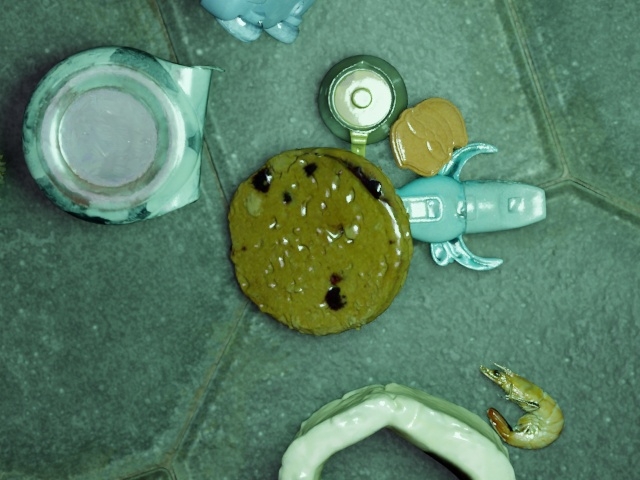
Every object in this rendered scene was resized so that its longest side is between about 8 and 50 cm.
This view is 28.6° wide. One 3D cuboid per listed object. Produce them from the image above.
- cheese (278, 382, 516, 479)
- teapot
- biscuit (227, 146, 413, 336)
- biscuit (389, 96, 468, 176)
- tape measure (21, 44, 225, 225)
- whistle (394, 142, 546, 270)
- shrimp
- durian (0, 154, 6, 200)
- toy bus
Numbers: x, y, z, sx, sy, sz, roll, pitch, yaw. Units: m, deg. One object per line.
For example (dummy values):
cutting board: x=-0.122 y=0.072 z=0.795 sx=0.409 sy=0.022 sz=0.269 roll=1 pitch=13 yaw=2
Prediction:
cheese: x=0.110 y=0.356 z=1.818 sx=0.332 sy=0.153 sz=0.292 roll=35 pitch=94 yaw=-2
teapot: x=0.059 y=-0.184 z=1.800 sx=0.130 sy=0.119 sz=0.166 roll=4 pitch=94 yaw=3
biscuit: x=0.001 y=0.000 z=1.800 sx=0.296 sy=0.075 sz=0.296 roll=6 pitch=102 yaw=29
biscuit: x=0.153 y=-0.148 z=1.785 sx=0.130 sy=0.019 sz=0.102 roll=-37 pitch=100 yaw=-24
tape measure: x=-0.286 y=-0.150 z=1.805 sx=0.275 sy=0.147 sz=0.256 roll=7 pitch=96 yaw=-2
whistle: x=0.190 y=-0.048 z=1.821 sx=0.274 sy=0.093 sz=0.186 roll=-2 pitch=91 yaw=-1
shrimp: x=0.287 y=0.248 z=1.866 sx=0.162 sy=0.045 sz=0.095 roll=37 pitch=115 yaw=-5
durian: x=-0.541 y=-0.087 z=1.789 sx=0.167 sy=0.196 sz=0.196 roll=20 pitch=94 yaw=-6
toy bus: x=-0.094 y=-0.414 z=1.715 sx=0.232 sy=0.294 sz=0.197 roll=44 pitch=111 yaw=11
